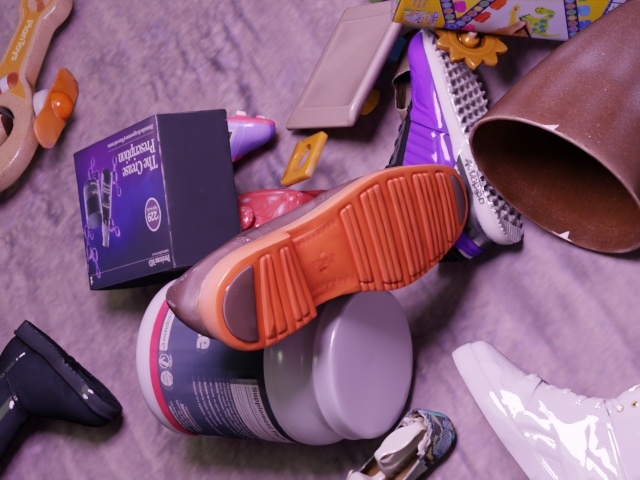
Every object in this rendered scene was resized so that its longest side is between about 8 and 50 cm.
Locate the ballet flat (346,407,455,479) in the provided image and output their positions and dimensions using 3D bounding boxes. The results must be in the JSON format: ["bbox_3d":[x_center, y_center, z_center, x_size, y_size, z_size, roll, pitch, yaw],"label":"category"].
[{"bbox_3d":[0.065,0.253,1.741,0.188,0.070,0.070,-49,49,3],"label":"ballet flat"}]

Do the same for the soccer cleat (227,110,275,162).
[{"bbox_3d":[-0.162,-0.109,2.088,0.248,0.083,0.095,-8,82,30],"label":"soccer cleat"}]

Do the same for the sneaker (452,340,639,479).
[{"bbox_3d":[0.272,0.179,1.620,0.169,0.108,0.292,-41,60,7],"label":"sneaker"}]

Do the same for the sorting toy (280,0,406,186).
[{"bbox_3d":[0.045,-0.210,1.982,0.348,0.047,0.196,-63,23,-12],"label":"sorting toy"}]

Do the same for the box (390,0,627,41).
[{"bbox_3d":[0.230,-0.398,1.812,0.279,0.177,0.290,5,62,-9],"label":"box"}]

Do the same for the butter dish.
[{"bbox_3d":[-0.068,-0.005,1.933,0.159,0.118,0.160,-3,65,33],"label":"butter dish"}]

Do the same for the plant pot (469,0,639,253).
[{"bbox_3d":[0.311,-0.142,1.708,0.215,0.215,0.230,20,65,40],"label":"plant pot"}]

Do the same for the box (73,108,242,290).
[{"bbox_3d":[-0.201,-0.044,1.951,0.261,0.103,0.184,-16,84,59],"label":"box"}]

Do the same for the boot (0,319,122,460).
[{"bbox_3d":[-0.378,0.234,2.033,0.207,0.094,0.246,-53,42,-5],"label":"boot"}]

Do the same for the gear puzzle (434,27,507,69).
[{"bbox_3d":[0.185,-0.324,1.912,0.175,0.044,0.339,8,52,-8],"label":"gear puzzle"}]

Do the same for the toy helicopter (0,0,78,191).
[{"bbox_3d":[-0.430,-0.225,2.291,0.235,0.140,0.355,3,65,34],"label":"toy helicopter"}]

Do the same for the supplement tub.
[{"bbox_3d":[-0.054,0.132,1.802,0.272,0.191,0.191,-1,66,34],"label":"supplement tub"}]

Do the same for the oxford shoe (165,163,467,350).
[{"bbox_3d":[0.000,0.000,1.682,0.132,0.363,0.130,10,116,52],"label":"oxford shoe"}]

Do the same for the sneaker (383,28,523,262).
[{"bbox_3d":[0.123,-0.105,1.852,0.146,0.102,0.293,-27,61,25],"label":"sneaker"}]

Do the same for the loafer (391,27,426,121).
[{"bbox_3d":[0.118,-0.203,1.954,0.056,0.050,0.148,-17,58,26],"label":"loafer"}]
